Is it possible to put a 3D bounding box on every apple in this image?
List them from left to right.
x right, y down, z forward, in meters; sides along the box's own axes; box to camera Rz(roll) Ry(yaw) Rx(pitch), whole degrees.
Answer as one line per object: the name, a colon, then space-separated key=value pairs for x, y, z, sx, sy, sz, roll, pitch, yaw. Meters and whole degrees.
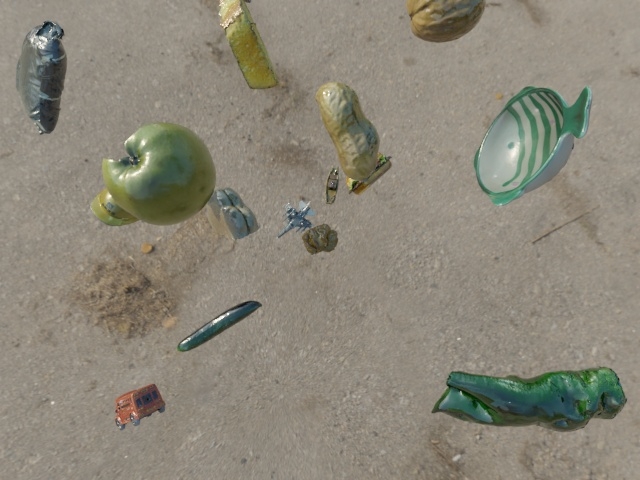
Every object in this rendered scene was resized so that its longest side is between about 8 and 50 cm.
apple: x=-0.447 y=-0.166 z=1.132 sx=0.295 sy=0.258 sz=0.233 roll=-23 pitch=80 yaw=12

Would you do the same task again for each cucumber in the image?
cucumber: x=-0.307 y=0.254 z=1.208 sx=0.284 sy=0.056 sz=0.056 roll=-30 pitch=75 yaw=-2

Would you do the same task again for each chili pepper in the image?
chili pepper: x=0.256 y=0.204 z=0.509 sx=0.224 sy=0.098 sz=0.061 roll=-7 pitch=32 yaw=9

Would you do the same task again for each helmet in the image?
helmet: x=-0.871 y=-0.193 z=1.779 sx=0.205 sy=0.140 sz=0.257 roll=44 pitch=37 yaw=-4

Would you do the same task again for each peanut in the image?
peanut: x=0.061 y=-0.218 z=0.808 sx=0.099 sy=0.099 sz=0.214 roll=-40 pitch=116 yaw=-17

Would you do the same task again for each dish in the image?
dish: x=0.376 y=-0.162 z=0.692 sx=0.078 sy=0.246 sz=0.224 roll=17 pitch=80 yaw=-15

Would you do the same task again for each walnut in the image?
walnut: x=0.348 y=-0.652 z=1.097 sx=0.213 sy=0.213 sz=0.213 roll=2 pitch=70 yaw=-5

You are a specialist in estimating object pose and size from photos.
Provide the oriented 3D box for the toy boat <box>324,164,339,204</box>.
toy boat: x=0.057 y=-0.274 z=1.966 sx=0.064 sy=0.072 sz=0.206 roll=9 pitch=73 yaw=0

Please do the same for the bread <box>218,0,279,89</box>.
bread: x=-0.141 y=-0.386 z=0.787 sx=0.065 sy=0.187 sz=0.103 roll=-17 pitch=46 yaw=8

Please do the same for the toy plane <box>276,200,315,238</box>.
toy plane: x=-0.119 y=-0.084 z=1.818 sx=0.160 sy=0.082 sz=0.234 roll=40 pitch=95 yaw=-20

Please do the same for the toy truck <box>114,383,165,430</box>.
toy truck: x=-0.652 y=0.588 z=1.422 sx=0.107 sy=0.253 sz=0.114 roll=-17 pitch=80 yaw=-47

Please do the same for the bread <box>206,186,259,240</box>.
bread: x=-0.345 y=-0.108 z=1.478 sx=0.102 sy=0.337 sz=0.183 roll=-27 pitch=110 yaw=-27

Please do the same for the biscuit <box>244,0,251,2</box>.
biscuit: x=-0.205 y=-0.646 z=0.958 sx=0.061 sy=0.118 sz=0.183 roll=-9 pitch=43 yaw=9

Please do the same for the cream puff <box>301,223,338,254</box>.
cream puff: x=0.000 y=0.000 z=1.294 sx=0.122 sy=0.116 sz=0.094 roll=-24 pitch=88 yaw=-42

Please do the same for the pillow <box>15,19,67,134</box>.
pillow: x=-0.779 y=-0.457 z=1.126 sx=0.161 sy=0.335 sz=0.092 roll=50 pitch=36 yaw=14

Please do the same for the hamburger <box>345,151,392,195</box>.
hamburger: x=0.144 y=-0.217 z=1.280 sx=0.087 sy=0.137 sz=0.166 roll=48 pitch=58 yaw=0
